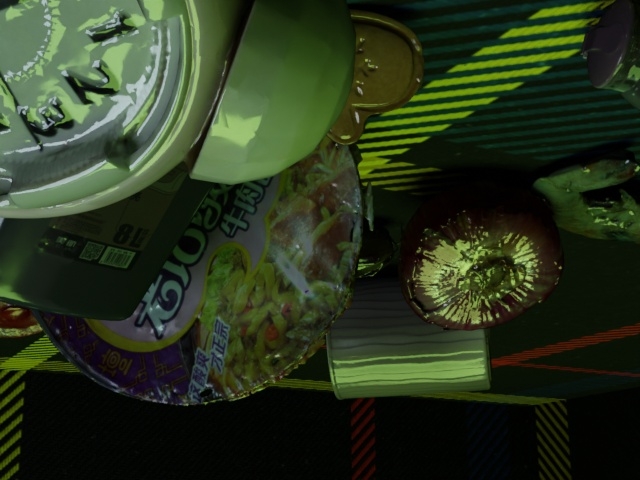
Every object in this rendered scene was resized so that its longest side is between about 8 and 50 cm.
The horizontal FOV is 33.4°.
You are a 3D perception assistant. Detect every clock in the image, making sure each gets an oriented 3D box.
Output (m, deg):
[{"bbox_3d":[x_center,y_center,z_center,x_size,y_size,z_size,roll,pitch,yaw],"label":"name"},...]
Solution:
[{"bbox_3d":[-0.172,-0.156,0.587,0.326,0.184,0.342,-12,134,25],"label":"clock"}]

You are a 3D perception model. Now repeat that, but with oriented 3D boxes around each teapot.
[{"bbox_3d":[0.300,-0.162,0.917,0.146,0.148,0.116,14,125,-9],"label":"teapot"}]

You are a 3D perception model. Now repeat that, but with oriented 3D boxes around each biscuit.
[{"bbox_3d":[0.020,-0.141,0.924,0.140,0.118,0.023,-3,-172,3],"label":"biscuit"}]

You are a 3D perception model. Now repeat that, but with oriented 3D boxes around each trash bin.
[{"bbox_3d":[-0.177,-0.092,0.857,0.209,0.290,0.182,17,-162,-47],"label":"trash bin"}]

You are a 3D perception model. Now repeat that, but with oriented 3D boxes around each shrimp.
[{"bbox_3d":[0.401,-0.060,1.301,0.247,0.085,0.360,13,164,-21],"label":"shrimp"}]

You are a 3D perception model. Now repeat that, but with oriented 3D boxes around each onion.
[{"bbox_3d":[0.199,0.009,1.393,0.230,0.163,0.230,-6,122,-9],"label":"onion"}]

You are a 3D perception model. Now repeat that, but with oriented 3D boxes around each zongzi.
[{"bbox_3d":[0.000,0.000,1.498,0.187,0.084,0.184,-16,148,26],"label":"zongzi"}]

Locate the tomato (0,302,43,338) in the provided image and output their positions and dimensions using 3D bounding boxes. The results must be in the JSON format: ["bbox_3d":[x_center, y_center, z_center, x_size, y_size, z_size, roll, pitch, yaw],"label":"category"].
[{"bbox_3d":[-0.431,0.012,1.408,0.201,0.139,0.233,-9,129,4],"label":"tomato"}]

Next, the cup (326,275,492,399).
[{"bbox_3d":[0.154,0.169,1.840,0.273,0.208,0.288,-5,162,10],"label":"cup"}]

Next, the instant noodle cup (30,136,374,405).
[{"bbox_3d":[-0.096,0.001,1.090,0.340,0.339,0.266,-4,172,11],"label":"instant noodle cup"}]
